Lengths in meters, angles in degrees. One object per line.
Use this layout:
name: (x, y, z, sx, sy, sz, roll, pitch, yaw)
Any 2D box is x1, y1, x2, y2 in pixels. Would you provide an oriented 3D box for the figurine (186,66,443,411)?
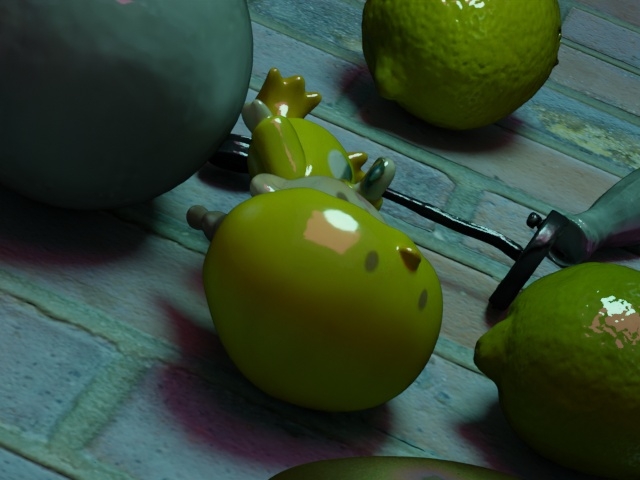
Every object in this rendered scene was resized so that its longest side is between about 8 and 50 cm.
figurine: (0.000, 0.000, 1.394, 0.215, 0.187, 0.344, 34, 25, -22)

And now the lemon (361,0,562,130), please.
lemon: (0.164, -0.245, 1.900, 0.228, 0.228, 0.253, 37, 41, 28)

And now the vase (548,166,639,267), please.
vase: (0.330, -0.025, 1.782, 0.086, 0.086, 0.214, 37, 37, 28)

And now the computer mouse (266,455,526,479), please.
computer mouse: (0.098, 0.232, 1.188, 0.310, 0.072, 0.158, 9, 32, -21)

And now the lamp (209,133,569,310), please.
lamp: (0.053, -0.019, 1.597, 0.371, 0.109, 0.130, 15, -9, 3)

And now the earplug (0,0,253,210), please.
earplug: (-0.224, -0.205, 1.507, 0.312, 0.313, 0.394, 9, 33, -20)

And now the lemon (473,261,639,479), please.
lemon: (0.255, 0.114, 1.383, 0.248, 0.184, 0.184, 18, 28, -4)
